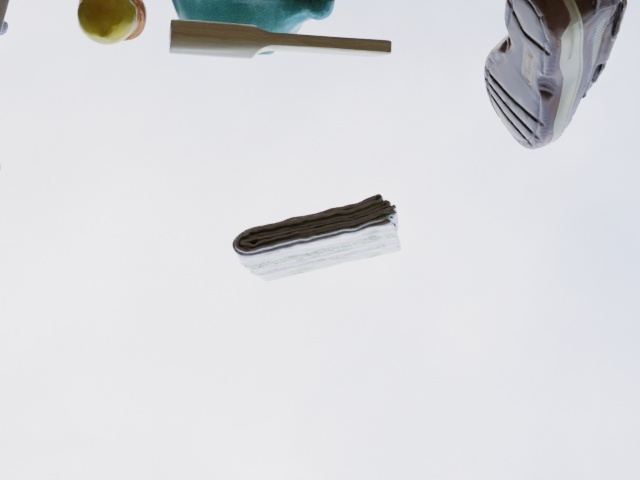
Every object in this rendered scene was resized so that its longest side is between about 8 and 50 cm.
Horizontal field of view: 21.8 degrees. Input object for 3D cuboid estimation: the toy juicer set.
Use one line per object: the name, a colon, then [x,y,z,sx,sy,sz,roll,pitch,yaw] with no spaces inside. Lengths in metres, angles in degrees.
toy juicer set: [-0.103,-0.212,1.474,0.209,0.089,0.329,-1,-170,-29]

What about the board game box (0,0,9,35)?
board game box: [-0.368,-0.144,1.607,0.390,0.050,0.390,-23,-130,53]

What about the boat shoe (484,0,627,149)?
boat shoe: [0.202,-0.153,1.359,0.095,0.257,0.095,-31,-103,-10]

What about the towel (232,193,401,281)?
towel: [0.000,0.000,1.172,0.113,0.152,0.023,-12,-99,2]
